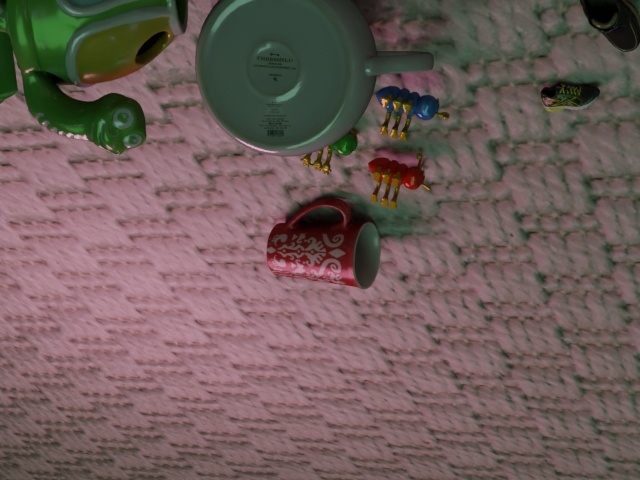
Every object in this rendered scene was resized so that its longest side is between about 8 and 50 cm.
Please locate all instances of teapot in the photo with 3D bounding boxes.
[{"bbox_3d":[-0.025,-0.235,1.566,0.256,0.187,0.252,47,113,4],"label":"teapot"}]

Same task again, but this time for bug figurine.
[{"bbox_3d":[0.073,-0.160,1.738,0.216,0.072,0.279,19,153,7],"label":"bug figurine"}]

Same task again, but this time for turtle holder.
[{"bbox_3d":[-0.285,-0.293,1.465,0.227,0.320,0.243,-2,144,2],"label":"turtle holder"}]

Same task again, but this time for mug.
[{"bbox_3d":[0.004,0.002,2.015,0.169,0.150,0.113,3,-177,26],"label":"mug"}]

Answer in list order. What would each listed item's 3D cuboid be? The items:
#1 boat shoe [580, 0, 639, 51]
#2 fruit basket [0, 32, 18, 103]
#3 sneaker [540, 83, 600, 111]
[{"bbox_3d":[0.348,-0.278,1.457,0.056,0.049,0.152,-12,139,36],"label":"boat shoe"},{"bbox_3d":[-0.624,-0.316,1.613,0.392,0.392,0.283,35,147,-28],"label":"fruit basket"},{"bbox_3d":[0.334,-0.195,1.607,0.083,0.031,0.035,-10,139,35],"label":"sneaker"}]
